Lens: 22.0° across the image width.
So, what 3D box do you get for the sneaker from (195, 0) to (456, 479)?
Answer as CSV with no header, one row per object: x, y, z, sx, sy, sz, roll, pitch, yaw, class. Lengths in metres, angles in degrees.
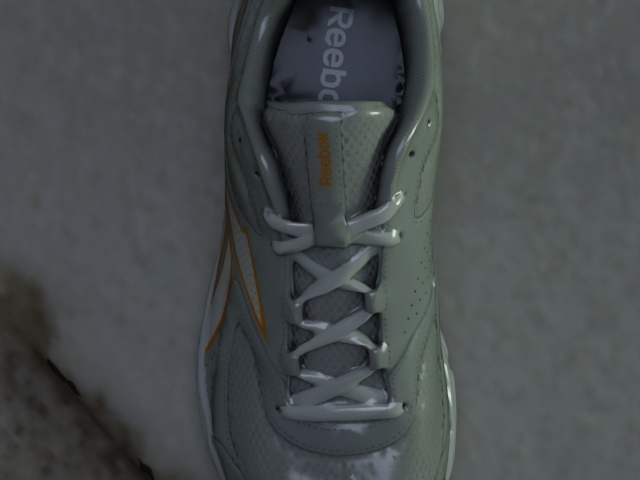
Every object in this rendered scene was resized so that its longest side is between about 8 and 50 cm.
0.000,0.000,0.571,0.099,0.121,0.262,-3,86,1,sneaker
